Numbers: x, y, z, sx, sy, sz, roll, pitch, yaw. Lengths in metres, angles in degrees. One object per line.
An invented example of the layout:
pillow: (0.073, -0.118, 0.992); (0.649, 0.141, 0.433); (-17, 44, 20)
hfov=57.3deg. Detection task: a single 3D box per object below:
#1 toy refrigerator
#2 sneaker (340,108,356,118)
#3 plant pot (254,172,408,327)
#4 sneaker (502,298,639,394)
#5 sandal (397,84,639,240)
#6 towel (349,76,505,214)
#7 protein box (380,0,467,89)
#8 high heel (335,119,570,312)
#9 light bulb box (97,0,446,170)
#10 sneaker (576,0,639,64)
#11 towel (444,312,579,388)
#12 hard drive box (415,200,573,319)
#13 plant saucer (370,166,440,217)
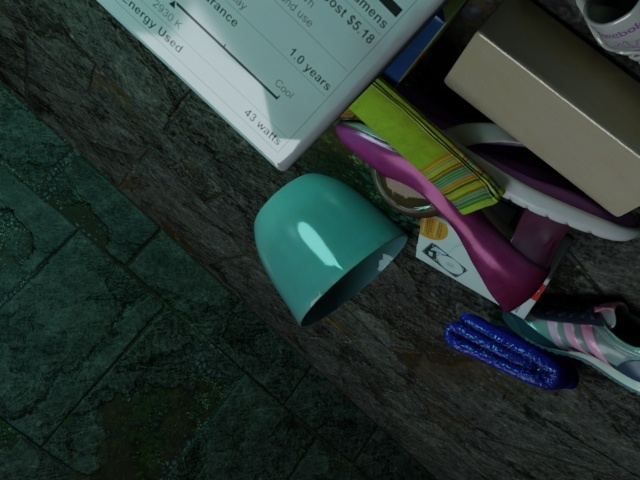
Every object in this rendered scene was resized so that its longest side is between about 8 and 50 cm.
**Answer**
toy refrigerator: (0.291, -0.159, 0.685); (0.269, 0.094, 0.102); (39, 159, 4)
sneaker: (-0.020, -0.300, 0.921); (0.296, 0.112, 0.131); (40, 123, 39)
plant pot: (0.000, 0.000, 1.241); (0.235, 0.293, 0.293); (50, 162, 14)
sneaker: (0.471, 0.143, 1.025); (0.319, 0.112, 0.131); (23, 130, 40)
sandal: (0.245, -0.132, 0.785); (0.416, 0.169, 0.102); (32, 118, 14)
towel: (0.121, -0.121, 0.746); (0.237, 0.021, 0.102); (41, 162, -4)
protein box: (0.063, -0.303, 0.701); (0.200, 0.136, 0.201); (40, 159, -3)
high heel: (0.167, -0.039, 0.875); (0.377, 0.127, 0.181); (29, 115, 12)
light bulb box: (-0.018, -0.320, 0.452); (0.358, 0.225, 0.361); (43, 118, -9)
sneaker: (0.300, -0.190, 0.524); (0.305, 0.152, 0.114); (45, 156, -19)
towel: (0.392, 0.221, 1.168); (0.227, 0.076, 0.308); (21, 180, 31)
hard drive box: (0.294, 0.014, 1.032); (0.232, 0.089, 0.181); (31, 158, 20)
plant saucer: (0.156, -0.114, 0.945); (0.168, 0.029, 0.168); (8, 110, 23)
